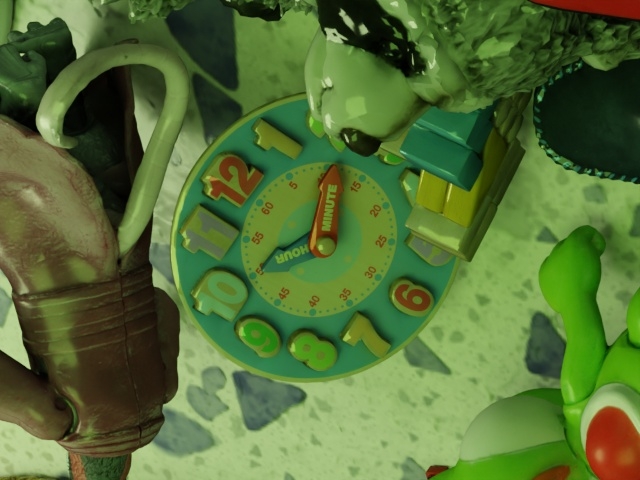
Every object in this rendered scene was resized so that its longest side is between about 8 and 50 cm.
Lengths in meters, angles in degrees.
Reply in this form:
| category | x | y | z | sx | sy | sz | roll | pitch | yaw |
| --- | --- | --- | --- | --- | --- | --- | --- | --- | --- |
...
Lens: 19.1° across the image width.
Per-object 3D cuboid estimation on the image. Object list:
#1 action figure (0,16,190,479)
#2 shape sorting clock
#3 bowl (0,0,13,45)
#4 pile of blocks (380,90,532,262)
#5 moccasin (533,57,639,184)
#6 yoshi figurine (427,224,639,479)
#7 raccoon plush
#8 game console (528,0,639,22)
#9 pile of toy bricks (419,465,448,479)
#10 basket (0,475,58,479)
| category | x | y | z | sx | sy | sz | roll | pitch | yaw |
| --- | --- | --- | --- | --- | --- | --- | --- | --- | --- |
| action figure | -0.153 | 0.032 | 1.339 | 0.275 | 0.248 | 0.370 | 3 | 107 | 44 |
| shape sorting clock | 0.000 | 0.000 | 1.286 | 0.206 | 0.040 | 0.206 | -3 | 105 | -11 |
| bowl | -0.387 | -0.200 | 1.416 | 0.298 | 0.134 | 0.298 | 16 | 126 | 23 |
| pile of blocks | 0.073 | -0.144 | 1.141 | 0.112 | 0.149 | 0.362 | 26 | 127 | 19 |
| moccasin | 0.267 | -0.084 | 1.088 | 0.342 | 0.117 | 0.138 | -7 | 115 | 36 |
| yoshi figurine | 0.211 | 0.109 | 1.253 | 0.362 | 0.203 | 0.203 | -36 | 138 | 28 |
| raccoon plush | 0.028 | -0.269 | 0.956 | 0.299 | 0.216 | 0.446 | 9 | 99 | 31 |
| game console | 0.293 | -0.208 | 0.815 | 0.342 | 0.386 | 0.060 | 13 | 138 | 25 |
| pile of toy bricks | 0.121 | 0.275 | 1.426 | 0.118 | 0.105 | 0.212 | -1 | 118 | 33 |
| basket | -0.307 | 0.350 | 1.668 | 0.299 | 0.223 | 0.213 | -19 | 108 | 40 |
